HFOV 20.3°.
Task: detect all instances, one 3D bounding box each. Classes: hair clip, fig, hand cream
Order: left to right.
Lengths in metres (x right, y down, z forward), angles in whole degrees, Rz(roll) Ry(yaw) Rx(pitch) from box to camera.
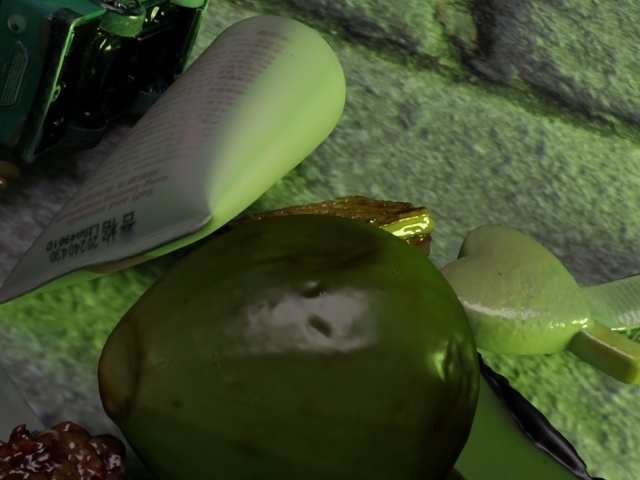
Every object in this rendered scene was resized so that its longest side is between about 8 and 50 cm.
[{"bbox_3d":[-0.088,-0.056,1.303,0.118,0.185,0.359,64,30,-17],"label":"hand cream"},{"bbox_3d":[-0.012,0.082,1.061,0.207,0.207,0.230,39,3,24],"label":"fig"},{"bbox_3d":[0.175,0.056,1.320,0.218,0.071,0.159,3,35,-36],"label":"hair clip"}]

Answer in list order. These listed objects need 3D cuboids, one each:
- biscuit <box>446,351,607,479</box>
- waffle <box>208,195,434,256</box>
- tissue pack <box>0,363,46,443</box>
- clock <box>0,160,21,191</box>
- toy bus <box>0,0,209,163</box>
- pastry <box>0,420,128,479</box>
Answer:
[{"bbox_3d":[0.104,0.132,1.229,0.099,0.038,0.322,-17,49,-38],"label":"biscuit"},{"bbox_3d":[0.000,0.000,1.316,0.148,0.042,0.102,-14,16,-42],"label":"waffle"},{"bbox_3d":[-0.237,0.102,1.094,0.122,0.026,0.193,-10,44,-38],"label":"tissue pack"},{"bbox_3d":[-0.328,-0.042,1.165,0.235,0.096,0.308,27,26,16],"label":"clock"},{"bbox_3d":[-0.194,-0.160,1.366,0.147,0.128,0.256,26,24,12],"label":"toy bus"},{"bbox_3d":[-0.176,0.175,0.963,0.115,0.097,0.208,31,33,25],"label":"pastry"}]
